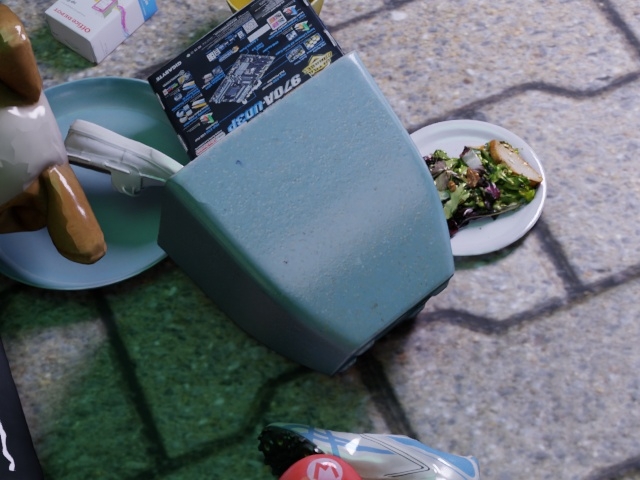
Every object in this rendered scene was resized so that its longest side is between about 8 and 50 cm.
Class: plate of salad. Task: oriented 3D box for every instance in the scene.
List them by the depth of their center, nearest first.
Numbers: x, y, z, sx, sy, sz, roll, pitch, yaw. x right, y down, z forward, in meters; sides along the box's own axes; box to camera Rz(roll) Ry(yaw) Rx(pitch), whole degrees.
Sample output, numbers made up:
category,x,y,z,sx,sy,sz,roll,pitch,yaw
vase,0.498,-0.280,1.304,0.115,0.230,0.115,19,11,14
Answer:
category,x,y,z,sx,sy,sz,roll,pitch,yaw
plate of salad,0.168,-0.070,1.479,0.200,0.048,0.199,-3,58,4

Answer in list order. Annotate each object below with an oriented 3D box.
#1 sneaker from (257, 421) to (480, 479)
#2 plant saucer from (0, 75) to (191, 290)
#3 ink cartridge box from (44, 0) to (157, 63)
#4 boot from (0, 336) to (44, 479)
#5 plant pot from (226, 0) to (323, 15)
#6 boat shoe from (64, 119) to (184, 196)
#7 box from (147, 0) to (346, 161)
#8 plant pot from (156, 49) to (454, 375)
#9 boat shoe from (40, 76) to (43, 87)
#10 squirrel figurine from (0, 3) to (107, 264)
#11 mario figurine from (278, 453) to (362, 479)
category,x,y,z,sx,sy,sz,roll,pitch,yaw
sneaker,0.050,0.233,1.287,0.237,0.085,0.086,12,29,19
plant saucer,-0.280,-0.066,1.527,0.318,0.043,0.317,-3,57,5
ink cartridge box,-0.295,-0.308,1.678,0.088,0.052,0.122,32,67,23
boot,-0.315,0.208,1.308,0.367,0.146,0.445,-23,54,-11
plant pot,-0.054,-0.306,1.625,0.134,0.095,0.134,-3,57,5
boat shoe,-0.228,-0.086,1.476,0.184,0.066,0.063,24,84,12
box,-0.082,-0.191,1.485,0.220,0.051,0.175,-35,54,5
plant pot,0.000,0.000,1.345,0.248,0.247,0.252,-36,83,-17
boat shoe,-0.535,-0.245,1.619,0.342,0.123,0.123,11,59,13
squirrel figurine,-0.488,-0.099,1.382,0.370,0.281,0.397,-23,35,-13
mario figurine,0.017,0.347,1.140,0.170,0.198,0.320,-19,60,23
